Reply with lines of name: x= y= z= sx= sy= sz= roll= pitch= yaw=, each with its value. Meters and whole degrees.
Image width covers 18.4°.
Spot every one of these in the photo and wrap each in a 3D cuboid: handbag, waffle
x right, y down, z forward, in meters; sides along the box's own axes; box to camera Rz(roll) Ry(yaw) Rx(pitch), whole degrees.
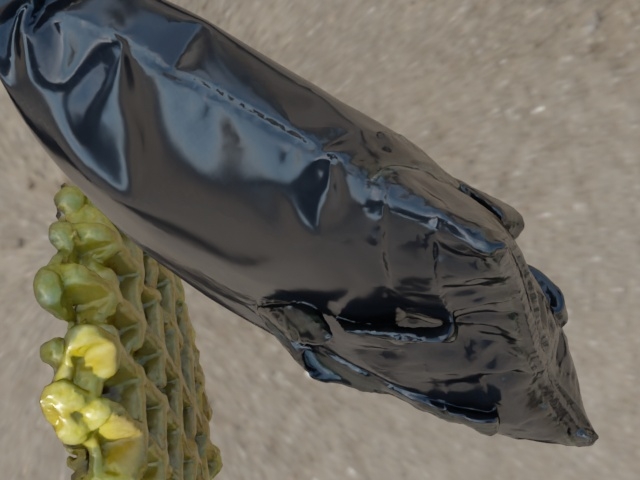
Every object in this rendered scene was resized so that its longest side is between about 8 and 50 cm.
handbag: x=0.000 y=0.000 z=0.745 sx=0.211 sy=0.254 sz=0.088 roll=27 pitch=78 yaw=21
waffle: x=-0.131 y=0.099 z=1.403 sx=0.062 sy=0.329 sz=0.329 roll=-10 pitch=91 yaw=6
